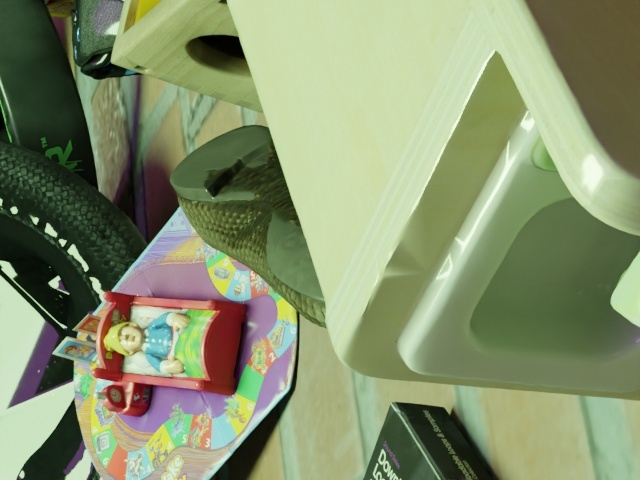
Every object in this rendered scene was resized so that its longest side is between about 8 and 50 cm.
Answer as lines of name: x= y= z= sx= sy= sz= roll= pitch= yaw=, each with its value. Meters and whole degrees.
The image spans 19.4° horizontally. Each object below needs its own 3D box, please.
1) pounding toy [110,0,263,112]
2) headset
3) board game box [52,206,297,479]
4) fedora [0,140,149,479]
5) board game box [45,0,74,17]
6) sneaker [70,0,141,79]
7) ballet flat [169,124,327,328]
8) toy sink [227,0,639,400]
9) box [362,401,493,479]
pounding toy: x=-0.020 y=-0.126 z=0.817 sx=0.206 sy=0.094 sz=0.181 roll=-23 pitch=52 yaw=63
headset: x=-0.276 y=-0.127 z=1.270 sx=0.394 sy=0.185 sz=0.243 roll=54 pitch=151 yaw=38
board game box: x=-0.082 y=0.056 z=0.950 sx=0.168 sy=0.033 sz=0.133 roll=-49 pitch=51 yaw=25
fedora: x=-0.218 y=0.105 z=1.112 sx=0.152 sy=0.334 sz=0.334 roll=18 pitch=-102 yaw=-80
board game box: x=-0.139 y=-0.218 z=1.225 sx=0.259 sy=0.039 sz=0.124 roll=3 pitch=88 yaw=64
sneaker: x=-0.140 y=-0.156 z=1.089 sx=0.217 sy=0.079 sz=0.121 roll=13 pitch=95 yaw=46
ballet flat: x=0.000 y=0.000 z=0.827 sx=0.058 sy=0.084 sz=0.250 roll=61 pitch=164 yaw=-23
toy sink: x=0.079 y=-0.037 z=0.536 sx=0.234 sy=0.153 sz=0.131 roll=-110 pitch=35 yaw=-44
box: x=0.035 y=0.162 z=0.737 sx=0.116 sy=0.029 sz=0.162 roll=-123 pitch=44 yaw=-54
